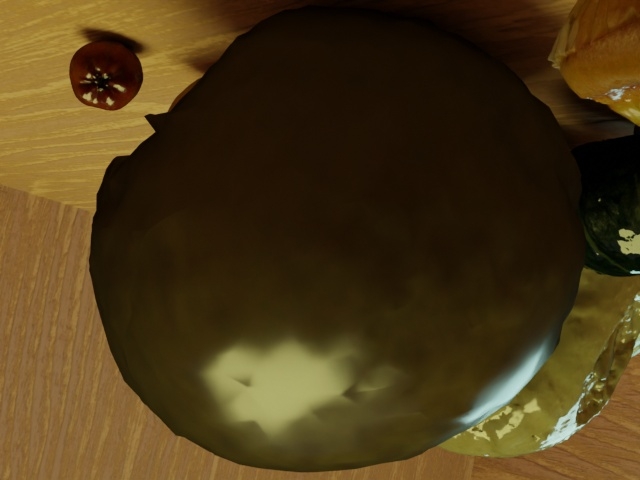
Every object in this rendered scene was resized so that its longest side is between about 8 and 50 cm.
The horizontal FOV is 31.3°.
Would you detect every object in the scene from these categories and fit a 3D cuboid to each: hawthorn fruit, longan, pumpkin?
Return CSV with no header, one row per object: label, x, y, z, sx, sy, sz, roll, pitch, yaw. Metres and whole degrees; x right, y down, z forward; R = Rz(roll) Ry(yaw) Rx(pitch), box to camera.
hawthorn fruit,-0.237,-0.188,1.273,0.081,0.081,0.093,14,-158,-6
longan,0.000,-0.001,0.983,0.435,0.404,0.404,-14,161,24
pumpkin,0.316,-0.045,1.072,0.211,0.152,0.211,-21,180,0

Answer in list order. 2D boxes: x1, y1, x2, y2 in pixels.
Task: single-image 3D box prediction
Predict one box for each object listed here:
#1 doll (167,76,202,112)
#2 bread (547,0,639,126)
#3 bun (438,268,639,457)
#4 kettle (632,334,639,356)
doll,-0.069,-0.075,1.309,0.166,0.162,0.269,34,177,45
bread,0.266,-0.133,0.663,0.152,0.119,0.288,20,171,-20
bun,0.173,0.063,1.260,0.364,0.364,0.202,9,-177,29
kettle,0.279,0.036,1.563,0.318,0.205,0.265,13,170,-19
